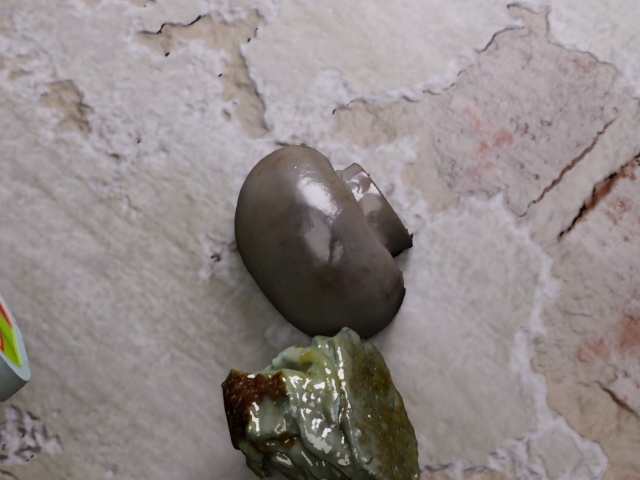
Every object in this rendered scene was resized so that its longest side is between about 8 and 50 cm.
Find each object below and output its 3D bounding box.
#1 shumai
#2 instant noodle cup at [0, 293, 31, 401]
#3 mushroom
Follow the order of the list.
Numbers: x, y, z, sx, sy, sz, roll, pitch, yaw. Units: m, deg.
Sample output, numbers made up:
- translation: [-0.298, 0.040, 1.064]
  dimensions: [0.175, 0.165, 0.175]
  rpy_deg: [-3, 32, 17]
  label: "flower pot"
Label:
- translation: [-0.007, 0.176, 1.523]
  dimensions: [0.142, 0.184, 0.184]
  rpy_deg: [-21, 75, 19]
  label: "shumai"
- translation: [-0.438, 0.076, 1.469]
  dimensions: [0.308, 0.294, 0.294]
  rpy_deg: [-32, 78, -3]
  label: "instant noodle cup"
- translation: [0.000, 0.000, 1.583]
  dimensions: [0.141, 0.117, 0.188]
  rpy_deg: [-36, 83, 3]
  label: "mushroom"
